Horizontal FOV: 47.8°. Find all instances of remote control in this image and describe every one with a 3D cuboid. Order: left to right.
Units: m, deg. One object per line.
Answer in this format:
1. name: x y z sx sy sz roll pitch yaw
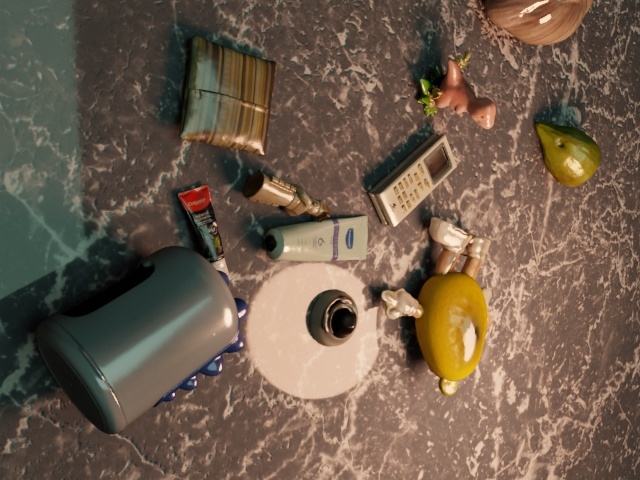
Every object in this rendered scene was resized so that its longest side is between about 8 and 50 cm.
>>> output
1. remote control: 0.242 -0.157 1.847 0.277 0.055 0.103 -42 120 -27

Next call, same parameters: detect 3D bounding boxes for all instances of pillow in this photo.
1. pillow: -0.185 -0.292 1.485 0.212 0.052 0.208 8 87 -40

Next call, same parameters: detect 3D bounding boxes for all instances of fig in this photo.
1. fig: 0.758 -0.269 2.185 0.167 0.167 0.233 -55 133 -19

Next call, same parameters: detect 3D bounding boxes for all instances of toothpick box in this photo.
1. toothpick box: -0.300 0.168 1.330 0.354 0.263 0.263 -37 117 -31

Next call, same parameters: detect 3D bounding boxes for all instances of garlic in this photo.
1. garlic: 0.605 -0.670 1.946 0.317 0.259 0.318 -1 92 -40

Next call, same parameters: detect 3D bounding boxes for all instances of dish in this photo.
1. dish: 0.053 0.192 1.725 0.141 0.078 0.141 -5 99 -38

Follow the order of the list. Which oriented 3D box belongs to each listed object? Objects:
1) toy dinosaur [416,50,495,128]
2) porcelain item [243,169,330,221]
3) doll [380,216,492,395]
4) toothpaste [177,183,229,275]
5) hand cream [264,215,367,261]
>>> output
1. toy dinosaur: 0.342 -0.367 1.823 0.152 0.177 0.194 -26 109 -35
2. porcelain item: -0.065 -0.093 1.597 0.213 0.084 0.054 18 55 -39
3. doll: 0.338 0.148 1.910 0.348 0.161 0.423 44 67 -20
4. toothpaste: -0.238 -0.015 1.488 0.071 0.045 0.194 -21 103 -36
5. hand cream: 0.000 0.000 1.686 0.320 0.067 0.109 -4 97 -46
